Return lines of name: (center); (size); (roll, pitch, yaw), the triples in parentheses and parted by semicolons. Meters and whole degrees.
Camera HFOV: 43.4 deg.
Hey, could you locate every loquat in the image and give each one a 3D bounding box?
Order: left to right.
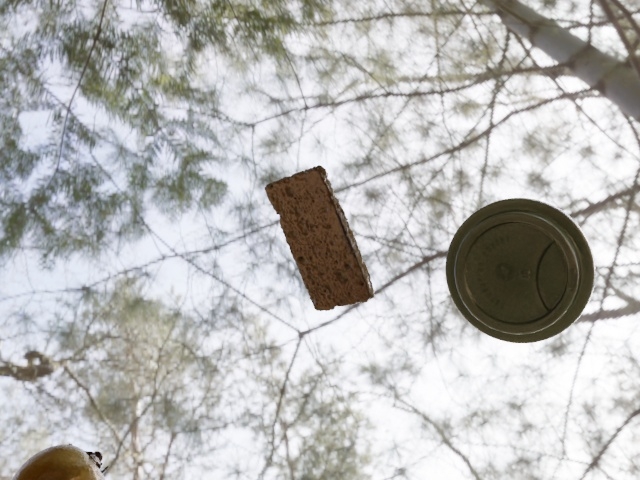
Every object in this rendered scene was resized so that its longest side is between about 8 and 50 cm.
loquat: (-0.390, 0.382, 1.208); (0.163, 0.137, 0.163); (-8, -75, -31)

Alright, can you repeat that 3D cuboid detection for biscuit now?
biscuit: (0.000, 0.000, 1.287); (0.131, 0.025, 0.231); (-15, -79, 40)

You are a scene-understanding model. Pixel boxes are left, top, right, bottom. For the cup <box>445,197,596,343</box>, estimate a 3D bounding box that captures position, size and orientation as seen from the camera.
cup: (0.180, 0.020, 0.697); (0.120, 0.141, 0.120); (3, -83, 25)
